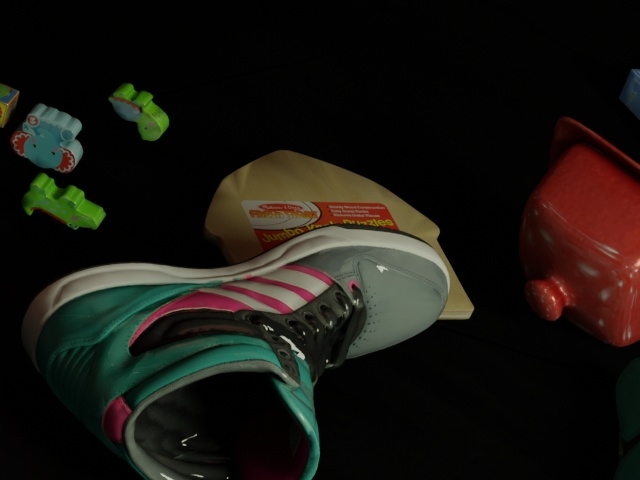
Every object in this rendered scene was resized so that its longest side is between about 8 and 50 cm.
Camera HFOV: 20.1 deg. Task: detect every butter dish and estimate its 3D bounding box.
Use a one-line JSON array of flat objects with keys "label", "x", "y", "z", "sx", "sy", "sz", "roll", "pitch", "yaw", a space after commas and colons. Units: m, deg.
[{"label": "butter dish", "x": 0.201, "y": 0.016, "z": 1.350, "sx": 0.118, "sy": 0.160, "sz": 0.160, "roll": -36, "pitch": 59, "yaw": -24}]

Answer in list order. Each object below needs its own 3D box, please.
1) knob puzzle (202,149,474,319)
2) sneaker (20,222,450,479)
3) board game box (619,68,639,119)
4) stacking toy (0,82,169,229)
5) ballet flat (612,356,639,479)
[{"label": "knob puzzle", "x": 0.000, "y": 0.000, "z": 1.351, "sx": 0.213, "sy": 0.030, "sz": 0.213, "roll": 12, "pitch": 35, "yaw": -9}, {"label": "sneaker", "x": -0.022, "y": 0.081, "z": 1.140, "sx": 0.296, "sy": 0.123, "sz": 0.178, "roll": -9, "pitch": 37, "yaw": -23}, {"label": "board game box", "x": 0.402, "y": -0.097, "z": 1.662, "sx": 0.212, "sy": 0.039, "sz": 0.160, "roll": 1, "pitch": 36, "yaw": -31}, {"label": "stacking toy", "x": -0.238, "y": -0.088, "z": 1.349, "sx": 0.221, "sy": 0.052, "sz": 0.167, "roll": 24, "pitch": 36, "yaw": 4}, {"label": "ballet flat", "x": 0.235, "y": 0.150, "z": 1.230, "sx": 0.070, "sy": 0.070, "sz": 0.188, "roll": 19, "pitch": 37, "yaw": 0}]
